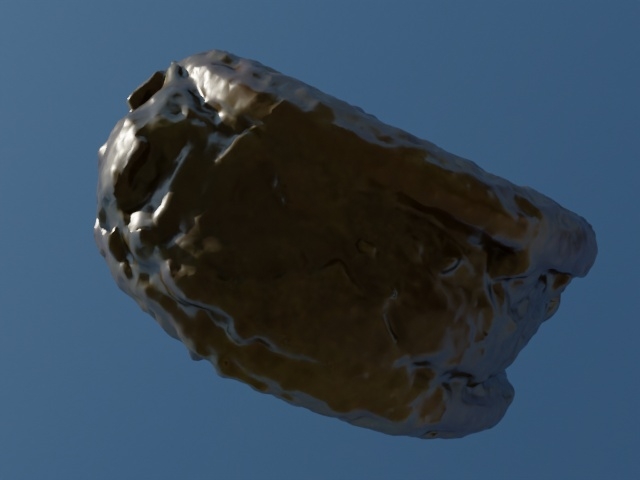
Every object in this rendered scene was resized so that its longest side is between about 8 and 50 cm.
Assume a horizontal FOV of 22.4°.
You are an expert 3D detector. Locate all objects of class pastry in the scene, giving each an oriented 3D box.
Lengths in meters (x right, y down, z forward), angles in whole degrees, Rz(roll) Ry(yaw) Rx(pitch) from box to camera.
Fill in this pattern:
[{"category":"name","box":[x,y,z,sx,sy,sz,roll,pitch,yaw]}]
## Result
[{"category":"pastry","box":[0.000,0.000,0.775,0.235,0.240,0.132,28,-86,43]}]
